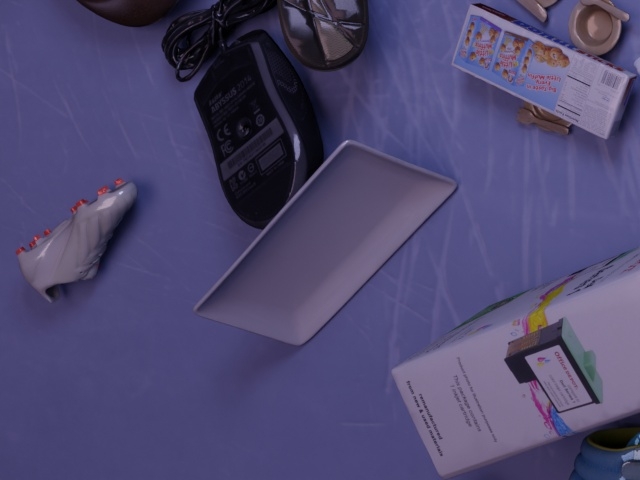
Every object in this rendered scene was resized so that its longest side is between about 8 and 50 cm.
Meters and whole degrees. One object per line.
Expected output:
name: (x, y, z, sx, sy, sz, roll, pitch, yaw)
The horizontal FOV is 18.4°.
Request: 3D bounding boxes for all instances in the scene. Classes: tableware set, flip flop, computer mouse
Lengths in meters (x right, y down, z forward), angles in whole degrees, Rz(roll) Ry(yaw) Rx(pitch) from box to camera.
tableware set: (0.210, -0.191, 1.858, 0.141, 0.020, 0.169, 39, 116, 25)
flip flop: (0.002, -0.299, 1.950, 0.112, 0.080, 0.277, -6, 82, 6)
computer mouse: (-0.056, -0.138, 2.033, 0.188, 0.072, 0.272, -31, 65, 36)

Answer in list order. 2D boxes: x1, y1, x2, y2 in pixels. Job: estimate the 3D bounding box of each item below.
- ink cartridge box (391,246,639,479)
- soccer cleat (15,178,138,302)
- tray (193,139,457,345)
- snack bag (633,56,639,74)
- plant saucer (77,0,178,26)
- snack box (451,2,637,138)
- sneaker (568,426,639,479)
ink cartridge box: (0.237, 0.093, 1.755, 0.278, 0.201, 0.117, -24, 91, 35)
soccer cleat: (-0.259, -0.001, 2.199, 0.196, 0.068, 0.076, -35, 91, 35)
tray: (0.000, 0.000, 1.973, 0.270, 0.145, 0.030, -47, 41, 31)
snack bag: (0.466, -0.111, 1.674, 0.323, 0.037, 0.343, -39, 73, 33)
plant saucer: (-0.238, -0.374, 2.082, 0.310, 0.050, 0.311, 26, 125, 45)
snack box: (0.206, -0.159, 1.839, 0.178, 0.022, 0.064, 29, 115, 28)
sneaker: (0.341, 0.275, 1.761, 0.319, 0.127, 0.208, 24, 111, 30)
